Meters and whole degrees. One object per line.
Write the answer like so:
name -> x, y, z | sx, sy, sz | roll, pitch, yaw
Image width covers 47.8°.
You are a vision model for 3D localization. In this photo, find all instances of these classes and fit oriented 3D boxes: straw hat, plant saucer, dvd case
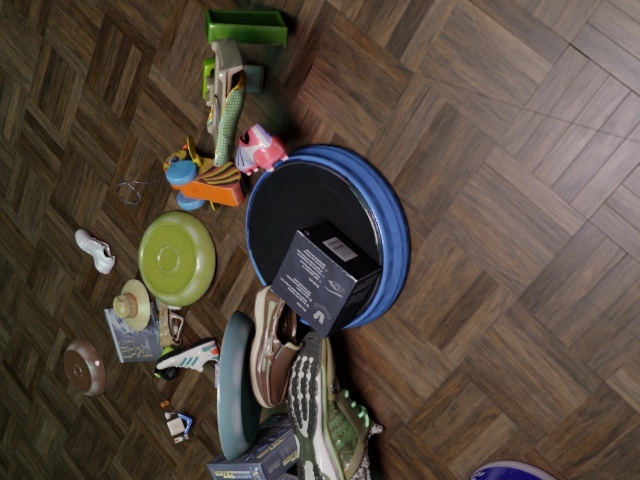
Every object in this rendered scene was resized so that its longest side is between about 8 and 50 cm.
straw hat -> -0.528, 0.179, 1.964 | 0.145, 0.061, 0.144 | 2, 93, 40
plant saucer -> -0.164, 0.309, 1.552 | 0.044, 0.317, 0.317 | 0, 107, 5
dvd case -> -0.521, 0.262, 2.034 | 0.221, 0.018, 0.164 | -10, 97, 41
plant saucer -> -0.367, 0.045, 1.783 | 0.241, 0.037, 0.240 | 0, 91, 28
plant saucer -> -0.742, 0.401, 2.245 | 0.199, 0.036, 0.198 | 13, 112, 35

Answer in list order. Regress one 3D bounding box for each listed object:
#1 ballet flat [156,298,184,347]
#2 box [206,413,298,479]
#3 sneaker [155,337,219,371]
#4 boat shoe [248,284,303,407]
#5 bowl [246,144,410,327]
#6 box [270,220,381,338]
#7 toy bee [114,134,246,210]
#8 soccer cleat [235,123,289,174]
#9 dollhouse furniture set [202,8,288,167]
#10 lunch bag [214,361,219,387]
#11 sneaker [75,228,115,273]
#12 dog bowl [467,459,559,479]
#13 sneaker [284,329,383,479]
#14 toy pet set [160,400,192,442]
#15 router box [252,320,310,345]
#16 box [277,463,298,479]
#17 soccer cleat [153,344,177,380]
ballet flat -> -0.388, 0.186, 1.882 | 0.067, 0.073, 0.206 | 5, 113, 9
box -> -0.112, 0.466, 1.627 | 0.183, 0.233, 0.059 | -18, 97, 41
sneaker -> -0.330, 0.305, 1.817 | 0.057, 0.161, 0.075 | -159, 49, -73
boat shoe -> -0.087, 0.222, 1.496 | 0.095, 0.095, 0.257 | 0, 92, 36
bowl -> 0.000, 0.000, 1.491 | 0.391, 0.077, 0.390 | 13, 112, 35
box -> 0.008, 0.074, 1.396 | 0.156, 0.093, 0.158 | 41, 125, 21
toy bee -> -0.296, -0.163, 1.635 | 0.299, 0.162, 0.195 | 18, 140, 3
soccer cleat -> -0.135, -0.191, 1.478 | 0.095, 0.083, 0.248 | 56, 168, -16
dollhouse furniture set -> -0.135, -0.292, 1.370 | 0.301, 0.151, 0.197 | -108, 22, -51
lunch bag -> -0.219, 0.340, 1.794 | 0.083, 0.053, 0.071 | 16, 116, 24
sneaker -> -0.625, 0.019, 2.022 | 0.152, 0.054, 0.061 | 48, 119, 9
dog bowl -> 0.368, 0.558, 1.356 | 0.265, 0.104, 0.264 | 13, 112, 35
sneaker -> 0.040, 0.384, 1.534 | 0.158, 0.182, 0.410 | 1, 98, 60
toy pet set -> -0.389, 0.493, 1.990 | 0.114, 0.065, 0.122 | 144, 105, -75
router box -> -0.075, 0.239, 1.648 | 0.133, 0.046, 0.178 | -33, 82, 42
box -> -0.075, 0.757, 1.708 | 0.294, 0.212, 0.395 | 4, 107, 37
soccer cleat -> -0.413, 0.337, 1.909 | 0.060, 0.072, 0.179 | 32, 145, 5
